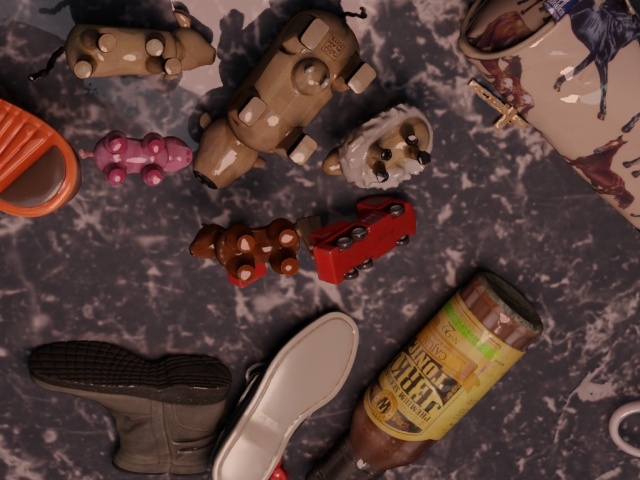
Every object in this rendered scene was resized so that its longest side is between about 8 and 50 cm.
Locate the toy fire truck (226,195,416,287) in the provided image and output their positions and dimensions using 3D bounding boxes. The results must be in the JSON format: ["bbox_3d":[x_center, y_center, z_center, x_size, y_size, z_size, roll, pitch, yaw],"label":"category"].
[{"bbox_3d":[0.000,0.000,1.621,0.192,0.135,0.047,-32,124,-36],"label":"toy fire truck"}]

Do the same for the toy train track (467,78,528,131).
[{"bbox_3d":[0.199,-0.155,1.621,0.083,0.014,0.048,36,114,-16],"label":"toy train track"}]

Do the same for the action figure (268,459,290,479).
[{"bbox_3d":[-0.096,0.381,1.797,0.139,0.091,0.280,-5,117,-16],"label":"action figure"}]

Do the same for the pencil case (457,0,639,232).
[{"bbox_3d":[0.345,-0.137,1.567,0.183,0.160,0.410,-36,116,26],"label":"pencil case"}]

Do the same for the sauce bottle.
[{"bbox_3d":[0.117,0.192,1.724,0.111,0.111,0.344,34,106,-21],"label":"sauce bottle"}]

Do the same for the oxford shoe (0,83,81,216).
[{"bbox_3d":[-0.404,-0.146,1.483,0.364,0.133,0.130,40,91,-2],"label":"oxford shoe"}]

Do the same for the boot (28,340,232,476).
[{"bbox_3d":[-0.231,0.213,1.709,0.247,0.083,0.161,9,120,-10],"label":"boot"}]

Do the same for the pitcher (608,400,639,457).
[{"bbox_3d":[0.479,0.252,1.804,0.178,0.125,0.207,-35,106,17],"label":"pitcher"}]

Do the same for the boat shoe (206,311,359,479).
[{"bbox_3d":[-0.047,0.191,1.706,0.095,0.079,0.254,33,83,-18],"label":"boat shoe"}]

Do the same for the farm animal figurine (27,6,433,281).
[{"bbox_3d":[-0.086,-0.139,1.515,0.327,0.172,0.330,-34,108,-4],"label":"farm animal figurine"}]
